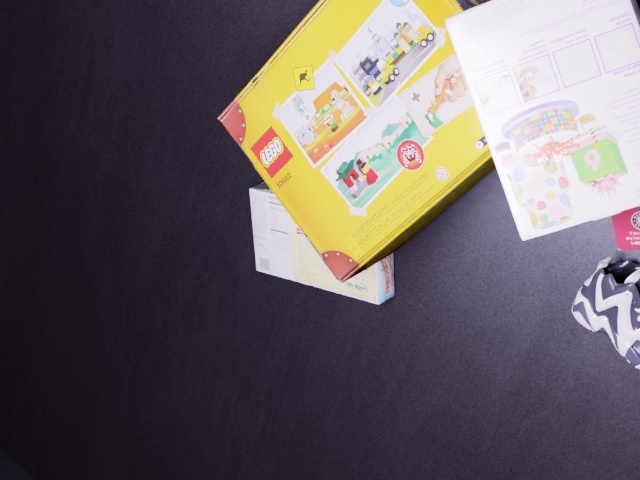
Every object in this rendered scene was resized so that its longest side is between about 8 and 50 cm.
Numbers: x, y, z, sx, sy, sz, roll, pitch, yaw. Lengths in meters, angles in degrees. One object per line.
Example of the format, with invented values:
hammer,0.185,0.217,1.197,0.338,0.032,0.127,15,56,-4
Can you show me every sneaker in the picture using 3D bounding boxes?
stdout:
sneaker,0.521,0.111,1.610,0.235,0.094,0.153,42,141,32

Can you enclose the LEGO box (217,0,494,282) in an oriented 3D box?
LEGO box,0.118,-0.226,1.695,0.500,0.193,0.372,-42,81,37

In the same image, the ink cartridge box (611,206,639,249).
ink cartridge box,0.525,-0.148,1.460,0.226,0.131,0.306,-3,109,42

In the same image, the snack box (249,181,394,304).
snack box,0.000,0.000,2.035,0.322,0.060,0.187,14,118,36

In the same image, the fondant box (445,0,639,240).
fondant box,0.342,-0.193,1.391,0.238,0.096,0.330,-18,95,23
